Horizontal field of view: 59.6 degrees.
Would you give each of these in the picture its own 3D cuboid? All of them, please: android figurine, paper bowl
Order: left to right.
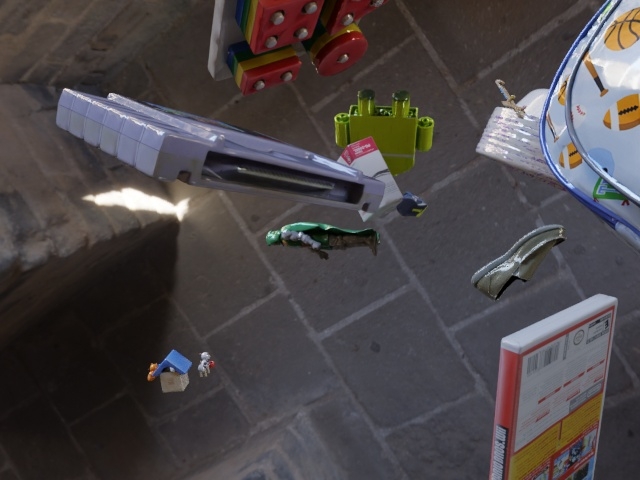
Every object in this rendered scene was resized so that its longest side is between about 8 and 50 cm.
[{"bbox_3d":[0.160,-0.262,1.419,0.248,0.056,0.273,3,143,10],"label":"android figurine"},{"bbox_3d":[0.435,-0.167,0.989,0.284,0.284,0.148,26,105,11],"label":"paper bowl"}]

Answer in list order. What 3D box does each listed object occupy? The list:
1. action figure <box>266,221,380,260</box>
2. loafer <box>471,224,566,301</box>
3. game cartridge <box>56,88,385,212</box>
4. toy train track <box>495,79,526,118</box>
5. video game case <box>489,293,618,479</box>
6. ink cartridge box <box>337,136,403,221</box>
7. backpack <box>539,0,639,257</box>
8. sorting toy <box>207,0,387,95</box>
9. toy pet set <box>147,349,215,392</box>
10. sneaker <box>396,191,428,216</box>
[{"bbox_3d":[0.000,0.000,1.146,0.232,0.137,0.064,3,74,14],"label":"action figure"},{"bbox_3d":[0.485,0.059,1.335,0.251,0.094,0.088,-40,59,19],"label":"loafer"},{"bbox_3d":[-0.106,-0.108,0.692,0.230,0.354,0.068,32,107,37],"label":"game cartridge"},{"bbox_3d":[0.283,-0.213,0.828,0.014,0.048,0.083,-52,42,40],"label":"toy train track"},{"bbox_3d":[0.254,0.216,0.615,0.025,0.203,0.286,16,112,49],"label":"video game case"},{"bbox_3d":[0.102,-0.127,1.197,0.063,0.109,0.151,-23,82,-18],"label":"ink cartridge box"},{"bbox_3d":[0.283,-0.083,0.368,0.213,0.263,0.277,29,106,-34],"label":"backpack"},{"bbox_3d":[-0.015,-0.314,0.788,0.255,0.257,0.090,-24,80,-21],"label":"sorting toy"},{"bbox_3d":[-0.270,0.227,1.033,0.122,0.114,0.065,-6,102,6],"label":"toy pet set"},{"bbox_3d":[0.227,-0.098,1.469,0.053,0.144,0.059,-49,63,18],"label":"sneaker"}]
